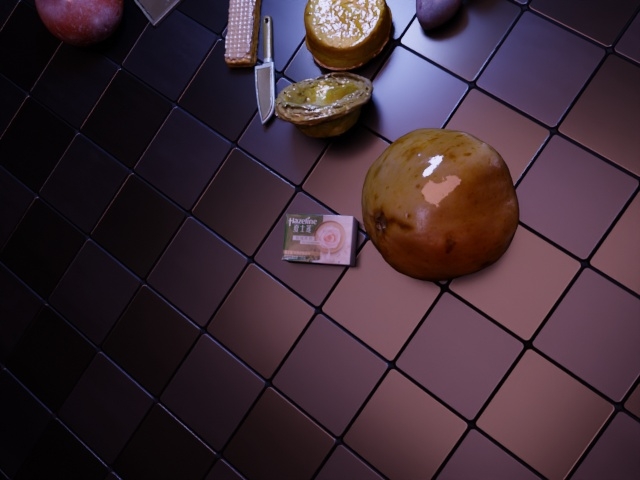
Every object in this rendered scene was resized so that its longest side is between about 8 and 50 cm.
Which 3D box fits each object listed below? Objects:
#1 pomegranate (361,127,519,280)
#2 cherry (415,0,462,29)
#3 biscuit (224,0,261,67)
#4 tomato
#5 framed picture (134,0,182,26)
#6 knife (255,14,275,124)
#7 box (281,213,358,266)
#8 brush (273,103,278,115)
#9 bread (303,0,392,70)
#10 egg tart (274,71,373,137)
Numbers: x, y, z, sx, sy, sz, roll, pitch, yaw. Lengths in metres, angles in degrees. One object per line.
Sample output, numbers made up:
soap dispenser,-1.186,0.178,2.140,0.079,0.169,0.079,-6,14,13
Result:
pomegranate,0.304,-0.095,1.448,0.409,0.410,0.411,-2,83,15
cherry,0.298,-0.669,1.635,0.188,0.115,0.148,37,134,22
biscuit,-0.230,-0.711,1.800,0.094,0.054,0.379,2,84,16
tomato,-0.759,-0.750,1.858,0.270,0.227,0.271,-1,85,17
framed picture,-0.538,-0.853,1.918,0.209,0.019,0.281,-39,75,7
knife,-0.165,-0.508,1.772,0.061,0.027,0.343,-6,79,15
box,0.000,0.000,1.641,0.198,0.081,0.135,3,84,13
brush,-0.064,-0.365,1.735,0.164,0.014,0.051,24,91,16
bread,0.076,-0.609,1.660,0.268,0.145,0.269,-1,85,11
egg tart,0.014,-0.371,1.628,0.288,0.288,0.118,-4,127,14
